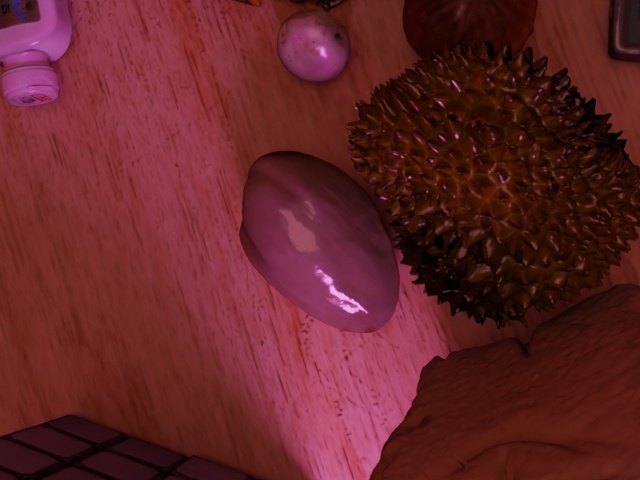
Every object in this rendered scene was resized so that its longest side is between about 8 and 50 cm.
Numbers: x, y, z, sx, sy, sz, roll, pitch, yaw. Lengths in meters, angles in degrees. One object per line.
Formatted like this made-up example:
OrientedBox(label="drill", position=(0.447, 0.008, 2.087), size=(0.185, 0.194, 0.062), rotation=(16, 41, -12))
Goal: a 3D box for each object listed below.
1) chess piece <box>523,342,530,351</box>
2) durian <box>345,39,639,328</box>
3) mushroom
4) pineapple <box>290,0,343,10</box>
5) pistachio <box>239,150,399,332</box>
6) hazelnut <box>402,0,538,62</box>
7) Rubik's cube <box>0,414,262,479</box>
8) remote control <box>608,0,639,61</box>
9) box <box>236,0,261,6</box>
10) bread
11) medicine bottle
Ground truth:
OrientedBox(label="chess piece", position=(0.229, 0.149, 0.899), size=(0.084, 0.038, 0.083), rotation=(0, 87, 10))
OrientedBox(label="durian", position=(0.157, -0.059, 0.814), size=(0.258, 0.258, 0.293), rotation=(-42, 80, 7))
OrientedBox(label="mushroom", position=(-0.007, -0.214, 0.937), size=(0.084, 0.067, 0.083), rotation=(10, 127, 14))
OrientedBox(label="pineapple", position=(0.052, -0.348, 0.884), size=(0.140, 0.164, 0.249), rotation=(32, 92, 2))
OrientedBox(label="pistachio", position=(0.000, 0.000, 0.898), size=(0.144, 0.144, 0.215), rotation=(-42, 95, 7))
OrientedBox(label="hazelnut", position=(0.149, -0.247, 0.868), size=(0.150, 0.150, 0.150), rotation=(0, 89, 11))
OrientedBox(label="Rubik's cube", position=(-0.222, 0.396, 0.825), size=(0.337, 0.344, 0.344), rotation=(17, 92, 10))
OrientedBox(label="remote control", position=(0.443, -0.235, 0.865), size=(0.285, 0.038, 0.123), rotation=(7, 90, 11))
OrientedBox(label="box", position=(-0.075, -0.420, 0.888), size=(0.084, 0.193, 0.301), rotation=(19, 93, 9))
OrientedBox(label="bread", position=(0.235, 0.280, 0.712), size=(0.279, 0.390, 0.371), rotation=(-21, 99, 23))
OrientedBox(label="medicine bottle", position=(-0.356, -0.270, 0.996), size=(0.115, 0.078, 0.219), rotation=(-12, 87, 8))
